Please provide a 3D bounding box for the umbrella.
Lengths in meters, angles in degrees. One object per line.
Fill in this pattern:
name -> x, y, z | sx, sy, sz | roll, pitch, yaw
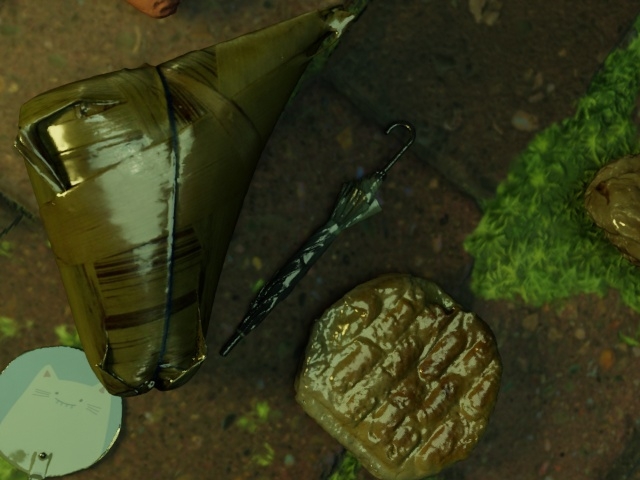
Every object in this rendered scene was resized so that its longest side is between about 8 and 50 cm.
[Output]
umbrella -> 0.005, 0.003, 0.812 | 0.044, 0.044, 0.269 | 36, 85, 14

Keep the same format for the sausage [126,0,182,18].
sausage -> -0.171, -0.244, 0.738 | 0.154, 0.062, 0.062 | 39, 83, -13

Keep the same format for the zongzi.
zongzi -> -0.077, -0.032, 0.750 | 0.289, 0.123, 0.260 | -19, 102, -17

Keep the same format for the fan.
fan -> -0.233, 0.175, 0.775 | 0.113, 0.005, 0.175 | 17, 89, -15

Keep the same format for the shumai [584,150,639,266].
shumai -> 0.349, 0.007, 0.858 | 0.205, 0.166, 0.176 | -7, 117, -13

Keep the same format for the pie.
pie -> 0.077, 0.121, 0.833 | 0.195, 0.046, 0.195 | -1, 95, -13
